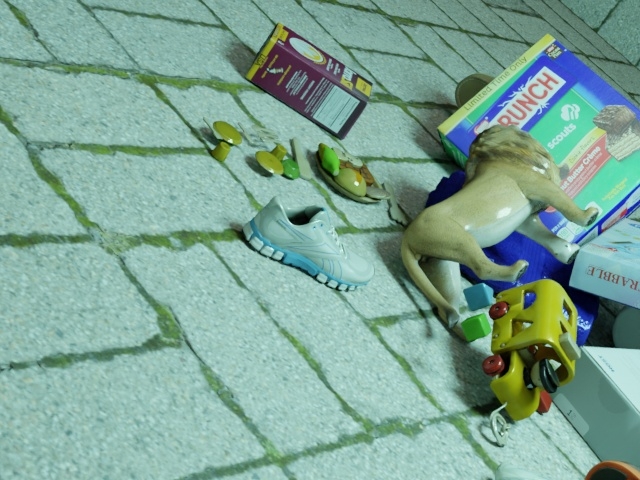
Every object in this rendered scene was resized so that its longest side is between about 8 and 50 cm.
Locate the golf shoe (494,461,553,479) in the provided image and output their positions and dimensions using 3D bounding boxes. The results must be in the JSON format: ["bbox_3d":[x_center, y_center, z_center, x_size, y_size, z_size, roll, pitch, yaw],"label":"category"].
[{"bbox_3d":[0.278,0.304,1.516,0.176,0.069,0.086,30,19,-15],"label":"golf shoe"}]

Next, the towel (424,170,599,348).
[{"bbox_3d":[0.299,0.020,2.033,0.308,0.076,0.227,34,24,-3],"label":"towel"}]

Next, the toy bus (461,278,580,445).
[{"bbox_3d":[0.276,0.144,1.671,0.191,0.104,0.202,3,69,-60],"label":"toy bus"}]

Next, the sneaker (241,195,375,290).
[{"bbox_3d":[0.000,0.000,1.680,0.191,0.083,0.071,23,26,-28],"label":"sneaker"}]

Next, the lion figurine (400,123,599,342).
[{"bbox_3d":[0.227,-0.029,1.867,0.240,0.142,0.392,39,47,24],"label":"lion figurine"}]

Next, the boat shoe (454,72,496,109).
[{"bbox_3d":[0.340,-0.193,2.412,0.110,0.121,0.341,9,37,-46],"label":"boat shoe"}]

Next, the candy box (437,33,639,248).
[{"bbox_3d":[0.406,-0.157,2.248,0.317,0.268,0.122,45,-7,24],"label":"candy box"}]

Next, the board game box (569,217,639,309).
[{"bbox_3d":[0.577,0.062,2.024,0.319,0.065,0.318,19,17,22],"label":"board game box"}]

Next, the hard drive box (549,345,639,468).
[{"bbox_3d":[0.451,0.241,1.817,0.232,0.089,0.181,9,35,-46],"label":"hard drive box"}]

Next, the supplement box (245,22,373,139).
[{"bbox_3d":[-0.016,-0.258,2.119,0.188,0.081,0.104,32,25,-9],"label":"supplement box"}]

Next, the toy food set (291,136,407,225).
[{"bbox_3d":[0.049,-0.102,1.975,0.192,0.038,0.132,24,27,-24],"label":"toy food set"}]

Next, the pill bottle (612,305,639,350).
[{"bbox_3d":[0.550,0.130,2.107,0.117,0.117,0.208,43,25,15],"label":"pill bottle"}]

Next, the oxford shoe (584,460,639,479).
[{"bbox_3d":[0.442,0.365,1.584,0.271,0.097,0.098,48,21,25],"label":"oxford shoe"}]

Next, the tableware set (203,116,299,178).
[{"bbox_3d":[-0.098,-0.125,1.852,0.154,0.024,0.104,5,42,-50],"label":"tableware set"}]
